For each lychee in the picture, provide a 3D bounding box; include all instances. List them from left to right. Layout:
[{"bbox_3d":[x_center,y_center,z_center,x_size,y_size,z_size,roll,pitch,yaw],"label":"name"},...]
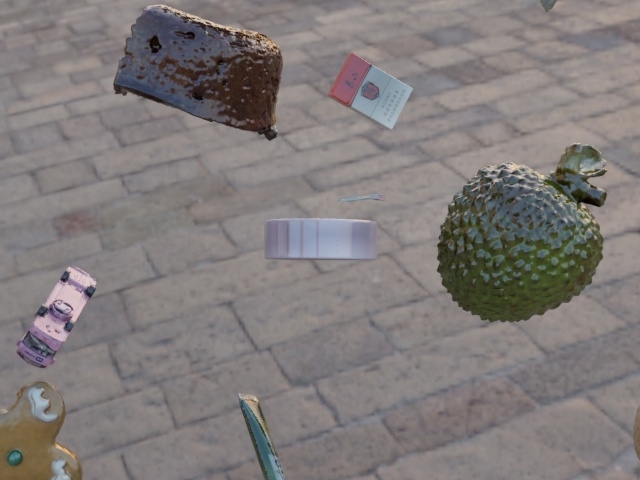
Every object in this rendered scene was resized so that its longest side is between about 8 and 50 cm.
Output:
[{"bbox_3d":[0.345,-0.006,1.693,0.320,0.270,0.270,-30,15,30],"label":"lychee"}]

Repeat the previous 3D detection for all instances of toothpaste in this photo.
[{"bbox_3d":[-0.085,0.335,1.594,0.031,0.204,0.049,-34,-28,24],"label":"toothpaste"}]

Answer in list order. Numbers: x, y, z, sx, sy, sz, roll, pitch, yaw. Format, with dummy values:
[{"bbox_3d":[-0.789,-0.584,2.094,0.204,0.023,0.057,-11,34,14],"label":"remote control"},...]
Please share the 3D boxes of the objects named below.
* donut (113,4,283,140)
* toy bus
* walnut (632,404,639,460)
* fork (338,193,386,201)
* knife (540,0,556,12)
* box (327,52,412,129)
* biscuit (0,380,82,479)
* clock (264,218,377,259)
[{"bbox_3d":[-0.133,-0.199,1.206,0.186,0.126,0.144,16,11,1],"label":"donut"},{"bbox_3d":[-0.411,0.118,1.582,0.063,0.090,0.203,33,22,-11],"label":"toy bus"},{"bbox_3d":[0.455,0.235,1.221,0.144,0.144,0.180,-4,-9,11],"label":"walnut"},{"bbox_3d":[0.093,-0.091,2.192,0.115,0.012,0.016,-3,63,-21],"label":"fork"},{"bbox_3d":[0.350,-0.448,1.603,0.047,0.298,0.017,-20,66,11],"label":"knife"},{"bbox_3d":[0.103,-0.310,2.108,0.152,0.100,0.048,28,-4,-16],"label":"box"},{"bbox_3d":[-0.527,0.350,1.495,0.339,0.216,0.047,-15,7,-4],"label":"biscuit"},{"bbox_3d":[0.000,0.000,1.752,0.196,0.068,0.197,1,-2,0],"label":"clock"}]
